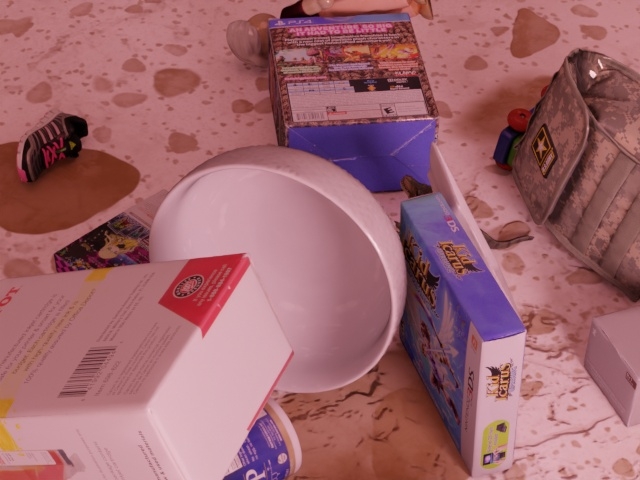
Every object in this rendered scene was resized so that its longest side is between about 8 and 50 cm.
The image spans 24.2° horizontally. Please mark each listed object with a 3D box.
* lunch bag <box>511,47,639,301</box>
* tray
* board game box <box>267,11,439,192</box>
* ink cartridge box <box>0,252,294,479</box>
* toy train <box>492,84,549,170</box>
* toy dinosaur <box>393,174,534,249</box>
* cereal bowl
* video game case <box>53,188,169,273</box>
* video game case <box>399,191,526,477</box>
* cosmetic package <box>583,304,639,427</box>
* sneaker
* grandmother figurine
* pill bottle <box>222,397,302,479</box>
[{"bbox_3d":[0.403,-0.100,2.088,0.287,0.235,0.169,41,52,17],"label":"lunch bag"},{"bbox_3d":[0.204,0.002,2.011,0.030,0.270,0.145,-24,42,9],"label":"tray"},{"bbox_3d":[0.044,-0.215,2.328,0.232,0.141,0.291,-3,41,-5],"label":"board game box"},{"bbox_3d":[-0.268,0.170,1.768,0.384,0.160,0.279,-5,35,30],"label":"ink cartridge box"},{"bbox_3d":[0.394,-0.168,2.323,0.143,0.105,0.248,39,52,22],"label":"toy train"},{"bbox_3d":[0.179,-0.021,2.130,0.118,0.268,0.064,-12,66,41],"label":"toy dinosaur"},{"bbox_3d":[-0.041,0.020,1.918,0.339,0.339,0.141,15,35,15],"label":"cereal bowl"},{"bbox_3d":[-0.223,0.036,2.109,0.232,0.042,0.210,33,50,31],"label":"video game case"},{"bbox_3d":[0.169,0.116,1.872,0.061,0.244,0.269,-13,43,-14],"label":"video game case"},{"bbox_3d":[0.480,0.144,1.960,0.238,0.107,0.127,-14,43,-13],"label":"cosmetic package"},{"bbox_3d":[-0.409,-0.146,2.297,0.074,0.063,0.170,6,36,15],"label":"sneaker"},{"bbox_3d":[0.010,-0.367,2.476,0.342,0.208,0.104,-13,63,11],"label":"grandmother figurine"},{"bbox_3d":[-0.127,0.269,1.791,0.186,0.112,0.112,-25,48,-27],"label":"pill bottle"}]
